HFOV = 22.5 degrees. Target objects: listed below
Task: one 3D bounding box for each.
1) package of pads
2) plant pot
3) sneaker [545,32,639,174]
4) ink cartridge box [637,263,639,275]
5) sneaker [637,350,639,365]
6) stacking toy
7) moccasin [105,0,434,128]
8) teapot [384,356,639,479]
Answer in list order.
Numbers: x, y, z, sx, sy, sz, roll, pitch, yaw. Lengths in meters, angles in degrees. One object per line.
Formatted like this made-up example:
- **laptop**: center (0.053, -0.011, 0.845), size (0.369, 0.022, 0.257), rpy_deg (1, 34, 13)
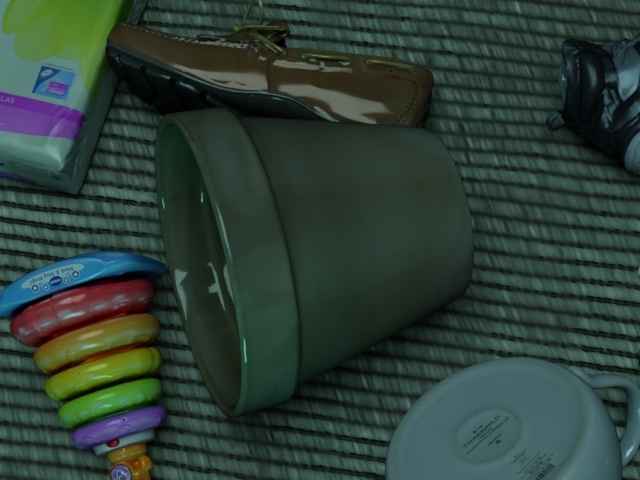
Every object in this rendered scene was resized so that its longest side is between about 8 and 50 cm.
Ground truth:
- **package of pads**: center (-0.358, -0.221, 1.927), size (0.229, 0.101, 0.296), rpy_deg (13, 70, 11)
- **plant pot**: center (0.000, 0.000, 1.703), size (0.280, 0.323, 0.323), rpy_deg (-12, 66, -15)
- **sneaker**: center (0.356, -0.216, 1.828), size (0.153, 0.101, 0.268), rpy_deg (23, 76, 13)
- **ink cartridge box**: center (0.444, -0.028, 1.787), size (0.145, 0.045, 0.179), rpy_deg (15, 89, 12)
- **sneaker**: center (0.420, 0.158, 1.689), size (0.188, 0.067, 0.078), rpy_deg (26, 68, 14)
- **stacking toy**: center (-0.227, 0.170, 1.743), size (0.175, 0.166, 0.302), rpy_deg (-18, 82, 10)
- **moccasin**: center (-0.060, -0.195, 1.856), size (0.380, 0.139, 0.147), rpy_deg (11, 69, 11)
- **teapot**: center (0.201, 0.252, 1.625), size (0.256, 0.187, 0.252), rpy_deg (-15, 38, 19)
